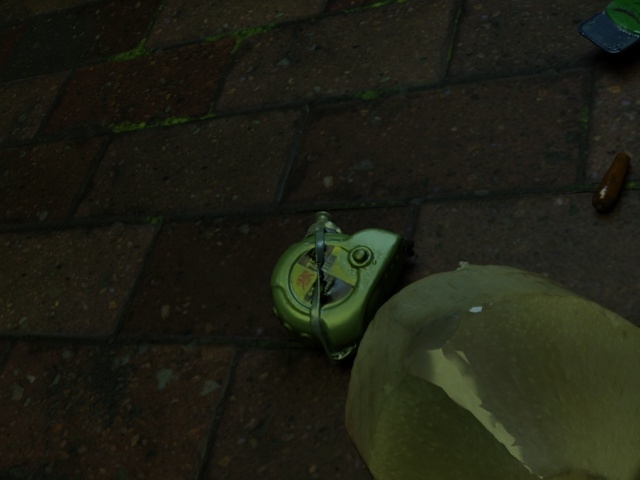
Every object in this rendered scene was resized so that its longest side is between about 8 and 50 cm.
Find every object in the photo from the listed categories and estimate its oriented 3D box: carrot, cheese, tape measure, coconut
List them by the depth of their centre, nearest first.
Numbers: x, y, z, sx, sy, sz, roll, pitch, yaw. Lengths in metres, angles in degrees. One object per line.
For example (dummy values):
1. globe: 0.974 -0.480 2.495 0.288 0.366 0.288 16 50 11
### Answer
1. coconut: 0.196 0.191 0.767 0.352 0.353 0.353 -16 49 19
2. carrot: 0.396 -0.079 1.046 0.032 0.032 0.093 15 60 37
3. tape measure: 0.019 0.070 1.097 0.175 0.106 0.200 17 67 21
4. cheese: 0.543 -0.380 1.157 0.320 0.083 0.204 -33 48 0

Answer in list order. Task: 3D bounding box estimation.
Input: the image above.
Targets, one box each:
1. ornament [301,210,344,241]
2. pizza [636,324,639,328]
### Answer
1. ornament: 0.001 -0.003 1.207 0.068 0.041 0.092 -30 35 2
2. pizza: 0.413 0.158 0.847 0.184 0.036 0.176 19 67 39
